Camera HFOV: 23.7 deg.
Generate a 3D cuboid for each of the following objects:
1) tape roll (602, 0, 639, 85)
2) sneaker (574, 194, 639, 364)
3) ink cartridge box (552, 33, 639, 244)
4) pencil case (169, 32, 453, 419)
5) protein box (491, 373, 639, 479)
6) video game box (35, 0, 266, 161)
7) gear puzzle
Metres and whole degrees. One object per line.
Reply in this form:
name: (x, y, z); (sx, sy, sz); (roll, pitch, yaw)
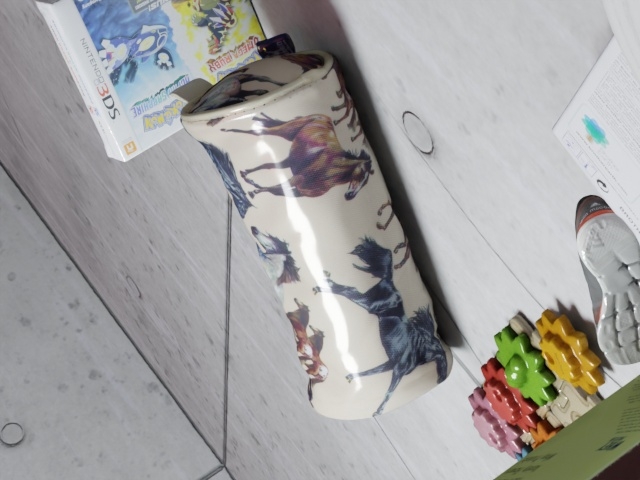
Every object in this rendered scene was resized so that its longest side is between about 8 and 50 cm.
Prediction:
tape roll: (0.264, -0.133, 0.690); (0.246, 0.169, 0.246); (48, 158, 27)
sneaker: (0.237, 0.028, 1.215); (0.065, 0.061, 0.158); (-102, -5, -56)
ink cartridge box: (0.248, -0.057, 0.952); (0.185, 0.065, 0.311); (54, 172, 9)
pencil case: (0.000, 0.000, 1.568); (0.183, 0.160, 0.410); (14, 134, 52)
protein box: (0.262, 0.190, 1.151); (0.136, 0.201, 0.200); (58, 161, 1)
video game box: (-0.165, -0.211, 1.583); (0.048, 0.205, 0.187); (26, 144, 55)
gear puzzle: (0.216, 0.170, 1.477); (0.175, 0.044, 0.339); (51, 160, 20)
